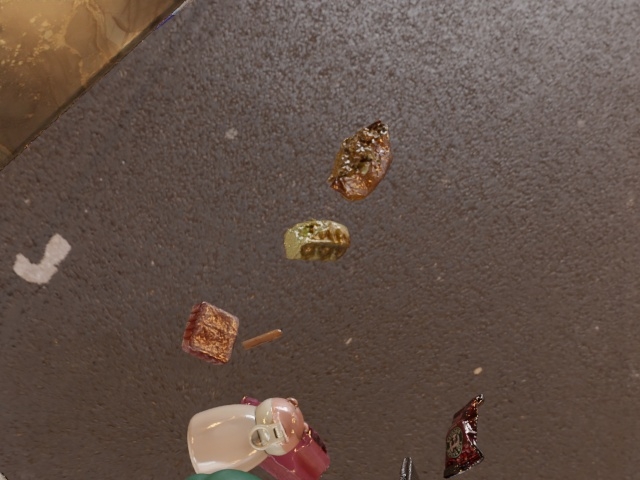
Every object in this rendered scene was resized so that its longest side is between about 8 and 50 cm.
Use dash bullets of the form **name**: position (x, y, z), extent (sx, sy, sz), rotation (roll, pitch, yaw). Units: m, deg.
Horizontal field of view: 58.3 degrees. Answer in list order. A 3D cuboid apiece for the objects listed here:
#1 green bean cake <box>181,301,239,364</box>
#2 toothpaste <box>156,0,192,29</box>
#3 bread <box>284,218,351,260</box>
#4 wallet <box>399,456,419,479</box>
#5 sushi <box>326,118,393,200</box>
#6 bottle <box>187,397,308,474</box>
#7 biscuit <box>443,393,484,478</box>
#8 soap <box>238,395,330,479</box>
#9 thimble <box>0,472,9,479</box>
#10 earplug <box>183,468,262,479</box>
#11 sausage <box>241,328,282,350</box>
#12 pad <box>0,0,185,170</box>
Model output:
- **green bean cake**: position (-0.281, 0.239, 1.471), extent (0.135, 0.056, 0.136), rotation (32, 56, -33)
- **toothpaste**: position (-0.176, -0.283, 0.691), extent (0.015, 0.083, 0.024), rotation (-1, 73, -57)
- **bread**: position (0.000, 0.000, 0.905), extent (0.110, 0.060, 0.066), rotation (3, 93, -36)
- **wallet**: position (0.274, 0.775, 1.577), extent (0.044, 0.170, 0.321), rotation (-14, 108, 15)
- **sushi**: position (0.041, -0.086, 0.611), extent (0.060, 0.061, 0.118), rotation (56, 35, -28)
- **bottle**: position (-0.145, 0.406, 1.208), extent (0.236, 0.147, 0.148), rotation (-18, 75, 3)
- **biscuit**: position (0.409, 0.548, 1.628), extent (0.063, 0.151, 0.235), rotation (26, 40, -3)
- **soap**: position (-0.087, 0.505, 1.390), extent (0.182, 0.289, 0.112), rotation (11, 53, 34)
- **thimble**: position (-0.820, 0.608, 1.381), extent (0.115, 0.102, 0.090), rotation (55, 26, -14)
- **earplug**: position (-0.098, 0.420, 0.698), extent (0.257, 0.164, 0.280), rotation (-43, 82, 13)
- **sausage**: position (-0.159, 0.268, 1.560), extent (0.116, 0.026, 0.026), rotation (-19, 76, -16)
- **pad**: position (-0.226, -0.220, 0.459), extent (0.247, 0.007, 0.367), rotation (35, 73, 16)
